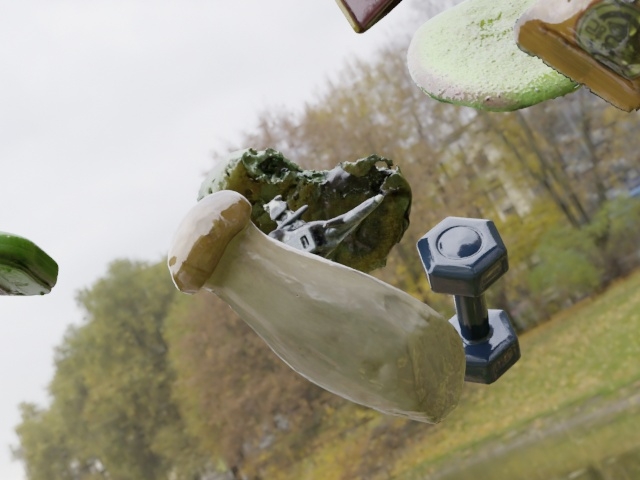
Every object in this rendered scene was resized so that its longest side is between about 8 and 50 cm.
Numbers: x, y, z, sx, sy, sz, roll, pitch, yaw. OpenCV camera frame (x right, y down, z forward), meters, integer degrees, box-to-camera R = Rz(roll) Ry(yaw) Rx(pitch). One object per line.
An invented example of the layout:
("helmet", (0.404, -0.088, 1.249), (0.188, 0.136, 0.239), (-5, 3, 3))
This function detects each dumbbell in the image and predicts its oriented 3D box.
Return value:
("dumbbell", (0.266, 0.111, 2.044), (0.156, 0.316, 0.143), (5, 47, 21))

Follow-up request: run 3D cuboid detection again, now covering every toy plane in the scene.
("toy plane", (-0.008, 0.001, 1.644), (0.088, 0.192, 0.262), (-11, -20, -39))

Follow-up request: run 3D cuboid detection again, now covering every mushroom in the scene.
("mushroom", (0.009, 0.076, 1.142), (0.128, 0.350, 0.128), (-51, 15, 19))

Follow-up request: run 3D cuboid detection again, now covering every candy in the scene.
("candy", (0.297, -0.245, 1.016), (0.271, 0.143, 0.101), (-54, -14, 24))

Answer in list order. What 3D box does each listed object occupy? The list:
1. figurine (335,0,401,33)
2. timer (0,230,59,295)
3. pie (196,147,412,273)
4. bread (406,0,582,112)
("figurine", (0.071, -0.309, 1.249), (0.082, 0.098, 0.154), (-40, -2, -43))
("timer", (-0.351, 0.027, 1.228), (0.128, 0.047, 0.140), (0, -18, 8))
("pie", (-0.029, -0.037, 2.012), (0.371, 0.078, 0.296), (3, -52, -3))
("bread", (0.278, -0.290, 1.744), (0.301, 0.301, 0.045), (-25, -46, -12))
